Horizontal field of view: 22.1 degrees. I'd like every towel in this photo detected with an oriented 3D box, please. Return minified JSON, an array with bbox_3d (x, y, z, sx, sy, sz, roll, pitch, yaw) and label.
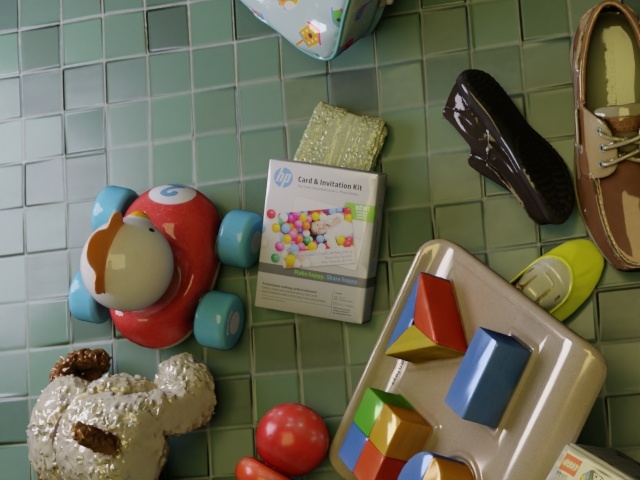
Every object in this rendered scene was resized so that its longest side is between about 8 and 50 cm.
[{"bbox_3d":[0.017,-0.094,2.060,0.110,0.027,0.148,19,89,21],"label":"towel"}]

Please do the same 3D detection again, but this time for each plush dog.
[{"bbox_3d":[-0.281,0.250,2.034,0.225,0.210,0.262,4,79,46],"label":"plush dog"}]

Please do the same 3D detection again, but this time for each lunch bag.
[{"bbox_3d":[-0.025,-0.373,2.019,0.279,0.224,0.108,41,51,19],"label":"lunch bag"}]

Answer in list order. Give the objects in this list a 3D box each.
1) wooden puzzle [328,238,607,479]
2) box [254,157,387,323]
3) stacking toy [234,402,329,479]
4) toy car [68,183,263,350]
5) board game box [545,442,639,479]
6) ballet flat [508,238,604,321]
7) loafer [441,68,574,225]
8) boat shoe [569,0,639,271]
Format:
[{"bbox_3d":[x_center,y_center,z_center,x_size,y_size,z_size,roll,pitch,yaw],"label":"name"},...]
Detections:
[{"bbox_3d":[0.136,0.192,1.833,0.348,0.080,0.322,39,108,55],"label":"wooden puzzle"},{"bbox_3d":[0.000,0.000,2.024,0.145,0.038,0.186,9,96,19],"label":"box"},{"bbox_3d":[-0.094,0.347,1.982,0.141,0.141,0.330,26,83,20],"label":"stacking toy"},{"bbox_3d":[-0.218,0.014,2.003,0.219,0.238,0.210,11,80,19],"label":"toy car"},{"bbox_3d":[0.358,0.286,1.737,0.193,0.305,0.053,31,92,21],"label":"board game box"},{"bbox_3d":[0.236,0.079,1.933,0.231,0.077,0.077,-38,71,9],"label":"ballet flat"},{"bbox_3d":[0.224,-0.103,1.977,0.078,0.080,0.220,-46,68,41],"label":"loafer"},{"bbox_3d":[0.345,-0.126,1.902,0.122,0.120,0.324,-10,78,8],"label":"boat shoe"}]
